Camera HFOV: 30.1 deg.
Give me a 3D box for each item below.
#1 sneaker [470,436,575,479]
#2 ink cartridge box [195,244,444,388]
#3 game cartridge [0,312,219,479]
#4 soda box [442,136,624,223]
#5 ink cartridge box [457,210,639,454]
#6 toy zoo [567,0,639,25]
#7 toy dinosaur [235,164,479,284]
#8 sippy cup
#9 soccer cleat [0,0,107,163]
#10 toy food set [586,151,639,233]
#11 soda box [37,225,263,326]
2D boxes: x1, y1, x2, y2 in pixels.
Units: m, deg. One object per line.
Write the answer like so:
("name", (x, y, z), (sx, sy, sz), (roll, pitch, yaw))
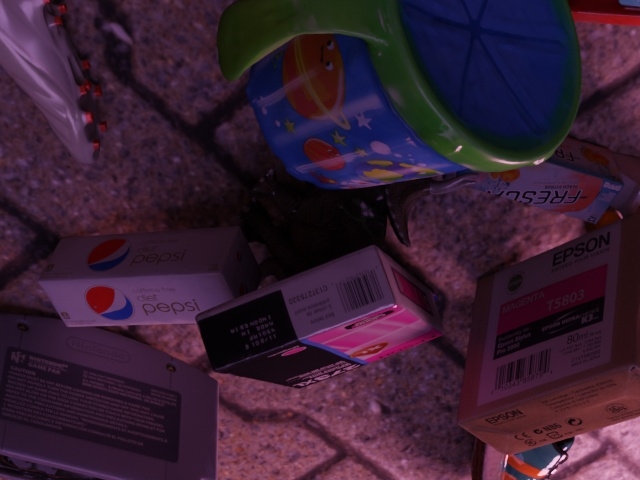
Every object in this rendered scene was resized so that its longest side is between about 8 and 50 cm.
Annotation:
("sneaker", (0.255, 0.271, 1.485), (0.121, 0.108, 0.302), (0, 129, -1))
("ink cartridge box", (0.020, 0.088, 1.197), (0.175, 0.069, 0.371), (-22, 168, 10))
("game cartridge", (-0.254, 0.182, 1.293), (0.297, 0.198, 0.062), (19, 126, -20))
("soda box", (0.212, -0.077, 1.209), (0.183, 0.063, 0.058), (14, 129, -17))
("ink cartridge box", (0.263, 0.100, 1.240), (0.088, 0.193, 0.234), (34, 139, -27))
("toy zoo", (0.222, -0.269, 1.023), (0.293, 0.030, 0.192), (4, 142, 3))
("toy dinosaur", (0.000, 0.000, 1.194), (0.160, 0.121, 0.313), (41, 125, 3))
("sippy cup", (0.064, -0.147, 1.015), (0.305, 0.240, 0.224), (42, 144, -24))
("soccer cleat", (-0.255, -0.156, 1.095), (0.076, 0.068, 0.196), (-10, 124, 9))
("toy food set", (0.362, -0.053, 1.220), (0.111, 0.104, 0.232), (11, 128, -15))
("soda box", (-0.175, 0.038, 1.222), (0.216, 0.069, 0.074), (-4, 133, 22))
